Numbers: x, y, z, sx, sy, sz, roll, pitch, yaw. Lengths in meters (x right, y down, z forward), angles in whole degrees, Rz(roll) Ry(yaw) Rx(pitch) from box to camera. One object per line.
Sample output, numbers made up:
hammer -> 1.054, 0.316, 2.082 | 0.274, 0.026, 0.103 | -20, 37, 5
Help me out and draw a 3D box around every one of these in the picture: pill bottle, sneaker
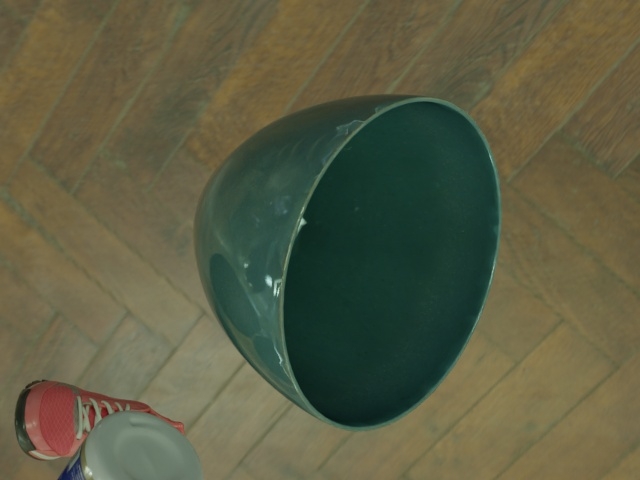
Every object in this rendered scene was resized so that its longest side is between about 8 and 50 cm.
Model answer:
pill bottle -> -0.195, 0.251, 1.024 | 0.112, 0.112, 0.187 | 39, 119, 4
sneaker -> -0.307, 0.258, 1.637 | 0.136, 0.314, 0.116 | -12, 69, 23

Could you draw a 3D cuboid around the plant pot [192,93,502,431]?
plant pot -> 0.000, 0.000, 1.023 | 0.195, 0.290, 0.290 | 18, 119, 40
